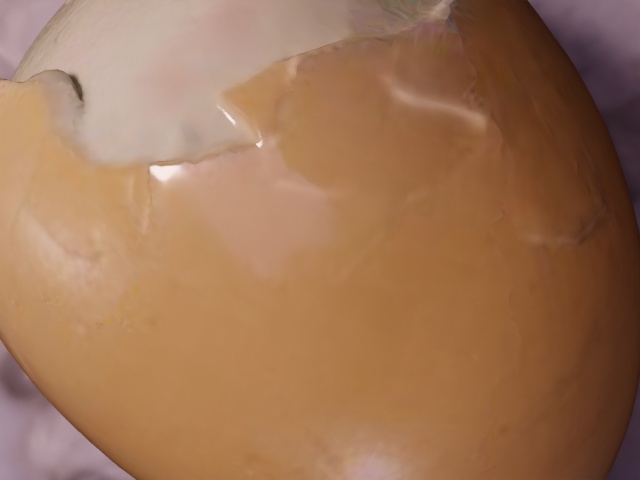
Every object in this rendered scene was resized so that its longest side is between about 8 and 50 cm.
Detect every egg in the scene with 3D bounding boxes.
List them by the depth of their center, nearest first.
[{"bbox_3d":[0.000,0.000,0.463,0.201,0.201,0.244,-38,95,7],"label":"egg"}]
